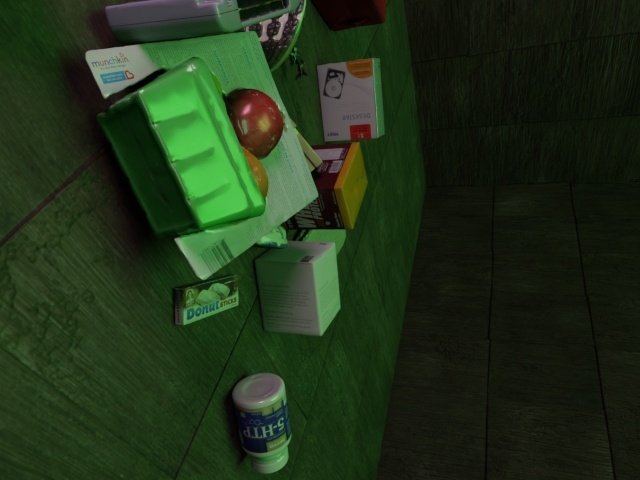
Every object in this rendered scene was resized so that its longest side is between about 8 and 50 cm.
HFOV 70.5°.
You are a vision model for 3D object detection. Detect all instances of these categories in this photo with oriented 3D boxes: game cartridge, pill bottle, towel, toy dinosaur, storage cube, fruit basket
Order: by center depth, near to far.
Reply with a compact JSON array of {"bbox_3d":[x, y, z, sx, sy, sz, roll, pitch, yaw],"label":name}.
[{"bbox_3d":[-0.171,-0.357,0.697,0.297,0.198,0.062,-59,143,-53],"label":"game cartridge"},{"bbox_3d":[-0.154,-0.157,0.730,0.353,0.165,0.327,-46,119,-55],"label":"fruit basket"},{"bbox_3d":[-0.120,0.393,0.970,0.112,0.112,0.187,-42,129,-62],"label":"pill bottle"},{"bbox_3d":[-0.074,-0.481,1.141,0.118,0.064,0.268,59,34,-43],"label":"toy dinosaur"},{"bbox_3d":[0.000,0.000,1.340,0.282,0.049,0.187,-59,144,-43],"label":"towel"},{"bbox_3d":[0.089,-0.786,1.376,0.193,0.183,0.215,10,82,-67],"label":"storage cube"}]

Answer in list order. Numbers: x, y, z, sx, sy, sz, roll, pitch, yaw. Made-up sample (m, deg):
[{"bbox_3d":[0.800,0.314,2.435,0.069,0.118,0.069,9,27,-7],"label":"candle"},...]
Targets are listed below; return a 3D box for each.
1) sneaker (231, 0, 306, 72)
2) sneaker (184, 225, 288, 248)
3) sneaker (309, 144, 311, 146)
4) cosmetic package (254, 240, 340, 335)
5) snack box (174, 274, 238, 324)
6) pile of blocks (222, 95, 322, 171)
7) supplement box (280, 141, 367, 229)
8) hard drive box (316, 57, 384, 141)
[{"bbox_3d":[-0.082,-0.525,1.009,0.182,0.158,0.410,59,37,-69],"label":"sneaker"},{"bbox_3d":[-0.145,-0.052,0.896,0.296,0.111,0.131,16,76,-69],"label":"sneaker"},{"bbox_3d":[0.039,-0.215,1.342,0.227,0.130,0.087,39,57,-66],"label":"sneaker"},{"bbox_3d":[-0.049,0.109,1.089,0.151,0.151,0.184,-41,129,-63],"label":"cosmetic package"},{"bbox_3d":[-0.210,0.108,0.854,0.178,0.022,0.064,-10,101,-69],"label":"snack box"},{"bbox_3d":[-0.135,-0.250,0.962,0.112,0.149,0.362,-42,137,-1],"label":"pile of blocks"},{"bbox_3d":[-0.002,-0.136,1.142,0.191,0.194,0.129,-69,151,-42],"label":"supplement box"},{"bbox_3d":[0.098,-0.435,1.412,0.089,0.181,0.232,-44,130,-61],"label":"hard drive box"}]
